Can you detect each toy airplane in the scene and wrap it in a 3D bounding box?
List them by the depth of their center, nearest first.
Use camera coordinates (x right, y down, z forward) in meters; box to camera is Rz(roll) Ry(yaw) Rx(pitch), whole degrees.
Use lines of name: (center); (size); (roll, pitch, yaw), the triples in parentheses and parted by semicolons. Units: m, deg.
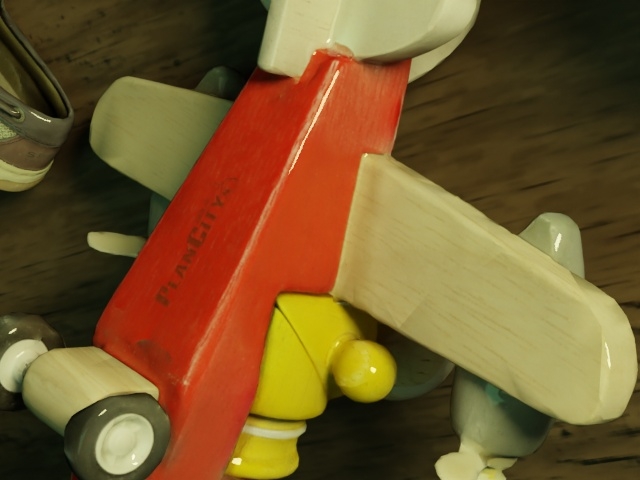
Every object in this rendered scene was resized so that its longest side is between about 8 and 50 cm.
toy airplane: (0.000, 0.000, 1.020); (0.384, 0.272, 0.386); (-27, 50, 29)

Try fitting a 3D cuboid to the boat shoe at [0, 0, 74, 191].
boat shoe: (-0.280, -0.172, 1.255); (0.092, 0.103, 0.285); (-39, 83, 33)
